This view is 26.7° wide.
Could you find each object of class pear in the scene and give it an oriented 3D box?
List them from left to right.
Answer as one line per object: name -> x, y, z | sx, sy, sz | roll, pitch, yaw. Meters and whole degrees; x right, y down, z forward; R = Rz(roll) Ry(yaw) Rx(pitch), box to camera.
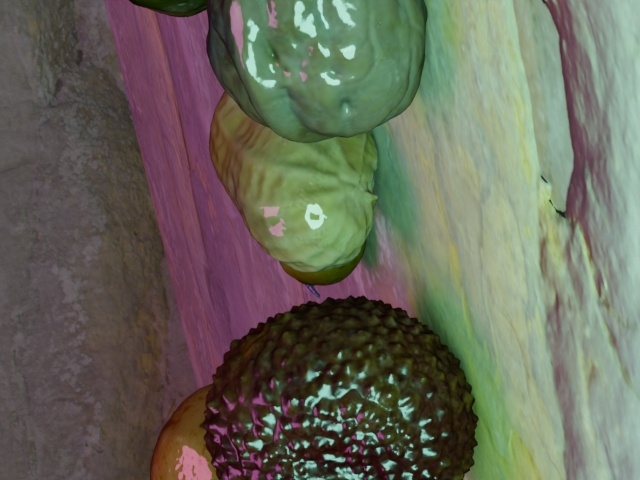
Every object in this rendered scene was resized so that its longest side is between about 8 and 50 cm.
pear -> 0.000, 0.000, 1.596 | 0.131, 0.107, 0.107 | 95, 156, -55

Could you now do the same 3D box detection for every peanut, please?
peanut -> -0.037, -0.092, 1.496 | 0.340, 0.158, 0.174 | 51, 127, 52

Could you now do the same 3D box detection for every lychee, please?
lychee -> 0.022, 0.183, 1.366 | 0.304, 0.276, 0.275 | -94, -4, -62

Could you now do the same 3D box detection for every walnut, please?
walnut -> -0.005, -0.190, 1.211 | 0.224, 0.224, 0.224 | 164, 90, -77

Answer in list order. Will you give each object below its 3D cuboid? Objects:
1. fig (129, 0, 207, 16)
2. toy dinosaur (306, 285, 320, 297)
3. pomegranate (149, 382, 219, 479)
fig -> -0.166, -0.382, 1.750 | 0.245, 0.195, 0.195 | 13, 127, 30
toy dinosaur -> -0.062, -0.031, 1.904 | 0.329, 0.076, 0.144 | -134, 24, -69
pomegranate -> -0.063, 0.327, 1.830 | 0.342, 0.343, 0.342 | 164, 90, -77
